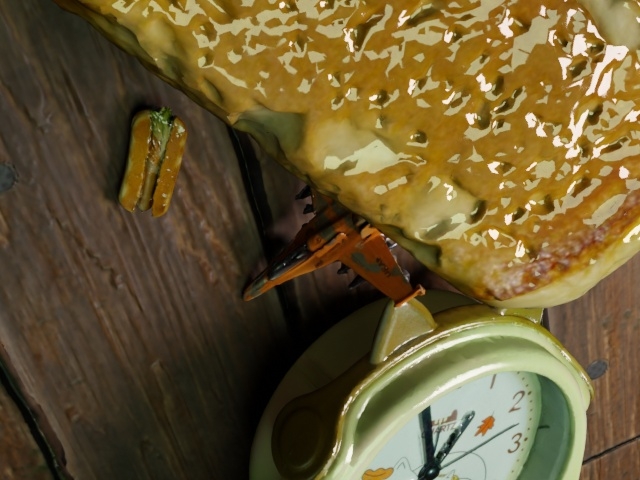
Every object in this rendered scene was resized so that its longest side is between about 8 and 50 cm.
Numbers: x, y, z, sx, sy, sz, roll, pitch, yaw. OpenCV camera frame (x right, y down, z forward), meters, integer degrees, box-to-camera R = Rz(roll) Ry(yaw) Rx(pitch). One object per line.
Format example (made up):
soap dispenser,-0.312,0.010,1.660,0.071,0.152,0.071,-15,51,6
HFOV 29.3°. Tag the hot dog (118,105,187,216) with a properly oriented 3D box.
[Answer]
hot dog,-0.107,-0.051,0.776,0.037,0.021,0.083,15,123,-10

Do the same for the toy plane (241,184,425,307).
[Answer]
toy plane,0.008,-0.003,0.828,0.062,0.135,0.188,-23,170,-38

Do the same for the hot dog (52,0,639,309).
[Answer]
hot dog,0.016,-0.139,0.628,0.405,0.223,0.185,35,105,-30

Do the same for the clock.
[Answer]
clock,0.073,0.169,0.943,0.286,0.117,0.348,-9,123,-32
